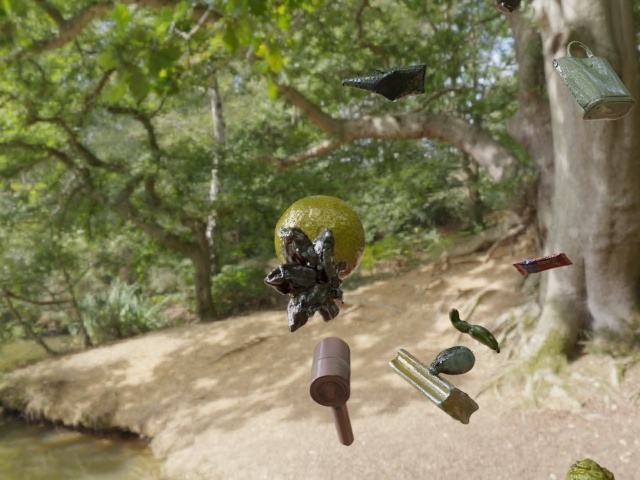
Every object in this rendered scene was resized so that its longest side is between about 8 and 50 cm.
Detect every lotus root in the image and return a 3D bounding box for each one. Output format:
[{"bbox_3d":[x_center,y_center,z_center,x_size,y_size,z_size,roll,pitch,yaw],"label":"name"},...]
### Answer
[{"bbox_3d":[0.404,0.368,1.921,0.165,0.088,0.088,-10,2,-23],"label":"lotus root"}]

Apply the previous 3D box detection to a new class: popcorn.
[{"bbox_3d":[0.553,0.500,1.279,0.106,0.120,0.116,-3,44,32],"label":"popcorn"}]

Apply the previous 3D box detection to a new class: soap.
[{"bbox_3d":[0.355,0.461,2.004,0.173,0.089,0.274,38,-4,-34],"label":"soap"}]

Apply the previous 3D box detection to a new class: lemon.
[{"bbox_3d":[-0.001,-0.001,1.692,0.267,0.267,0.267,-5,0,0],"label":"lemon"}]

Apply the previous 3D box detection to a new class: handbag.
[{"bbox_3d":[0.925,-0.554,2.171,0.241,0.315,0.109,-5,-32,-21],"label":"handbag"},{"bbox_3d":[0.204,-0.486,1.899,0.175,0.088,0.270,20,30,35],"label":"handbag"}]

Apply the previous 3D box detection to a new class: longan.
[{"bbox_3d":[0.642,-0.832,2.177,0.106,0.119,0.106,3,-34,2],"label":"longan"}]

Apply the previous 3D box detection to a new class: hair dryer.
[{"bbox_3d":[0.053,0.504,2.004,0.125,0.352,0.210,-8,25,7],"label":"hair dryer"}]

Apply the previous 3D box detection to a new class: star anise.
[{"bbox_3d":[-0.020,0.063,1.302,0.099,0.220,0.214,-24,-10,40],"label":"star anise"}]

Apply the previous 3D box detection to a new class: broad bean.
[{"bbox_3d":[0.520,0.305,2.122,0.048,0.214,0.070,-44,-13,-41],"label":"broad bean"}]

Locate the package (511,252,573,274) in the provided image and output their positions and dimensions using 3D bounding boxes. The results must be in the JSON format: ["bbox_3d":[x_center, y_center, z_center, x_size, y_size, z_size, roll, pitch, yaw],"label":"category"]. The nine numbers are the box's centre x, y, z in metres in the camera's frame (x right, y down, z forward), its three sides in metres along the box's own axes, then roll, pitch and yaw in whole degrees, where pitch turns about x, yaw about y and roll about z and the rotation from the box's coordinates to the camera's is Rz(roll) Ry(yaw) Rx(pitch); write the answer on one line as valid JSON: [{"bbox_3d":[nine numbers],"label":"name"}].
[{"bbox_3d":[0.814,0.087,2.317,0.200,0.022,0.083,-16,-45,36],"label":"package"}]
